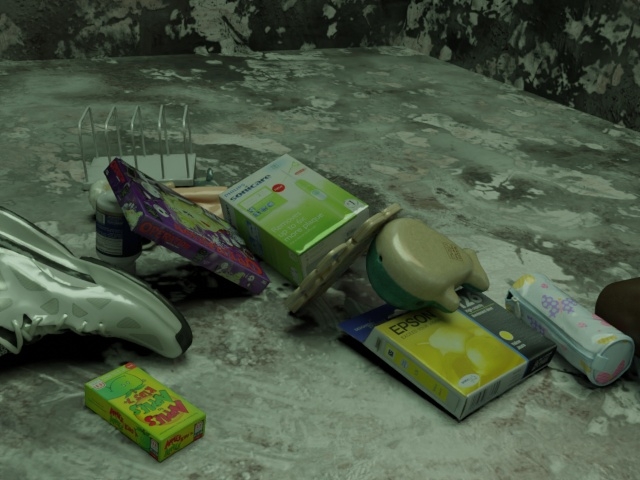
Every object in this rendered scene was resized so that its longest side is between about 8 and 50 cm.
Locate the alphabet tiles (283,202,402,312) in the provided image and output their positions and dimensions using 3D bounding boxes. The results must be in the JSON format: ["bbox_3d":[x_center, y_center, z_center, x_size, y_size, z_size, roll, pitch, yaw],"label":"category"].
[{"bbox_3d":[0.047,0.037,1.568,0.021,0.284,0.278,47,35,9],"label":"alphabet tiles"}]

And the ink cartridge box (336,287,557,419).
[{"bbox_3d":[0.244,0.178,1.519,0.303,0.072,0.307,-18,44,-42],"label":"ink cartridge box"}]

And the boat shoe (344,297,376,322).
[{"bbox_3d":[0.088,0.147,1.605,0.035,0.035,0.100,-10,34,-39],"label":"boat shoe"}]

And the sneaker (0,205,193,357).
[{"bbox_3d":[-0.461,0.147,1.361,0.447,0.169,0.258,28,62,0],"label":"sneaker"}]

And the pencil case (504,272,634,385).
[{"bbox_3d":[0.488,0.170,1.578,0.124,0.113,0.273,25,13,-40],"label":"pencil case"}]

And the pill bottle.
[{"bbox_3d":[-0.411,-0.011,1.627,0.094,0.169,0.094,7,26,-3],"label":"pill bottle"}]

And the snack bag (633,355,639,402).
[{"bbox_3d":[0.781,0.264,1.567,0.342,0.037,0.323,12,26,8],"label":"snack bag"}]

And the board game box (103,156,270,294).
[{"bbox_3d":[-0.263,-0.024,1.594,0.347,0.056,0.208,32,19,-45],"label":"board game box"}]

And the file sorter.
[{"bbox_3d":[-0.471,-0.250,2.066,0.277,0.173,0.193,-2,27,-5],"label":"file sorter"}]

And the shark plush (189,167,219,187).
[{"bbox_3d":[-0.285,-0.110,2.044,0.067,0.073,0.161,-21,55,-14],"label":"shark plush"}]

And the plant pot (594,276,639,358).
[{"bbox_3d":[0.661,0.152,1.545,0.215,0.216,0.230,-7,11,-29],"label":"plant pot"}]

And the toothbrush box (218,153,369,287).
[{"bbox_3d":[-0.057,-0.047,1.770,0.206,0.122,0.283,-34,48,-25],"label":"toothbrush box"}]

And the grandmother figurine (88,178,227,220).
[{"bbox_3d":[-0.375,-0.092,1.893,0.342,0.104,0.208,5,20,-12],"label":"grandmother figurine"}]

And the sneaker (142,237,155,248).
[{"bbox_3d":[-0.426,-0.016,1.771,0.134,0.051,0.070,12,20,-1],"label":"sneaker"}]

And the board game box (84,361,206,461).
[{"bbox_3d":[-0.275,0.264,1.244,0.181,0.043,0.092,25,30,31],"label":"board game box"}]

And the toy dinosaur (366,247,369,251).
[{"bbox_3d":[0.132,-0.018,1.912,0.211,0.064,0.112,7,29,8],"label":"toy dinosaur"}]

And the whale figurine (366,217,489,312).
[{"bbox_3d":[0.204,0.060,1.549,0.272,0.141,0.216,8,48,-39],"label":"whale figurine"}]
